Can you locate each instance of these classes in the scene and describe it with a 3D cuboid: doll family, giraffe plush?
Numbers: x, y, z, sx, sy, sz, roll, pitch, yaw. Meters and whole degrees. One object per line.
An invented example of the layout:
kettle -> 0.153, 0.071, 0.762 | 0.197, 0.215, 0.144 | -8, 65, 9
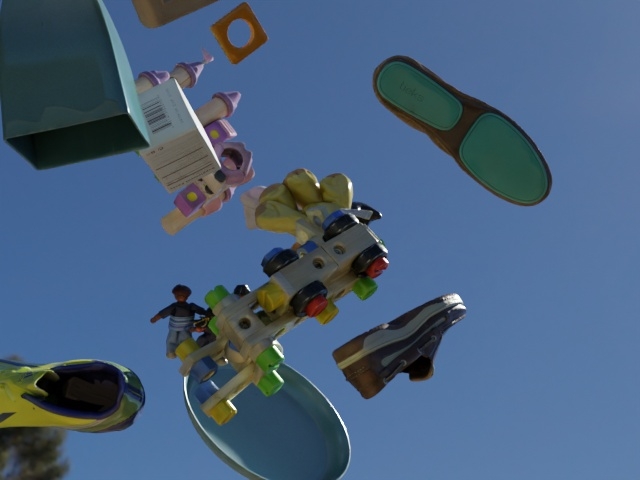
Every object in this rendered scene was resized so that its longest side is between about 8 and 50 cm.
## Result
doll family -> -0.140, 0.111, 1.649 | 0.193, 0.076, 0.111 | -12, -53, -29
giraffe plush -> 0.000, 0.000, 1.974 | 0.210, 0.181, 0.170 | 24, -44, 33

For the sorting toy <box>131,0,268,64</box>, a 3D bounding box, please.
sorting toy -> -0.180, -0.392, 1.529 | 0.047, 0.196, 0.348 | 20, -47, 60

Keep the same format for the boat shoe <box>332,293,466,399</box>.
boat shoe -> 0.124, 0.154, 1.638 | 0.257, 0.095, 0.095 | -21, -12, -42

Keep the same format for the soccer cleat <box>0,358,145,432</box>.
soccer cleat -> -0.345, 0.170, 1.335 | 0.289, 0.093, 0.121 | 1, -22, 0

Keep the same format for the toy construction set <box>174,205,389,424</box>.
toy construction set -> -0.029, 0.070, 1.454 | 0.151, 0.328, 0.215 | 35, -37, 9

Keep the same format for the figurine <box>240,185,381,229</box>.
figurine -> -0.020, -0.057, 2.326 | 0.215, 0.092, 0.209 | -1, 6, -42

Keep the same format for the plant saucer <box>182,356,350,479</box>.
plant saucer -> -0.095, 0.302, 1.953 | 0.317, 0.317, 0.044 | 24, -62, -22

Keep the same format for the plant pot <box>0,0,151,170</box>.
plant pot -> -0.345, -0.241, 1.595 | 0.165, 0.234, 0.166 | -12, -12, 0

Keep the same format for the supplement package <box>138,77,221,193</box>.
supplement package -> -0.249, -0.172, 1.953 | 0.105, 0.105, 0.179 | -27, -19, -1

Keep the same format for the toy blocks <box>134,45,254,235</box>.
toy blocks -> -0.229, -0.216, 2.253 | 0.288, 0.260, 0.309 | 52, -31, 1

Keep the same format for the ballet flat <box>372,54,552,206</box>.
ballet flat -> 0.230, -0.181, 1.905 | 0.342, 0.116, 0.124 | 34, 9, 0
